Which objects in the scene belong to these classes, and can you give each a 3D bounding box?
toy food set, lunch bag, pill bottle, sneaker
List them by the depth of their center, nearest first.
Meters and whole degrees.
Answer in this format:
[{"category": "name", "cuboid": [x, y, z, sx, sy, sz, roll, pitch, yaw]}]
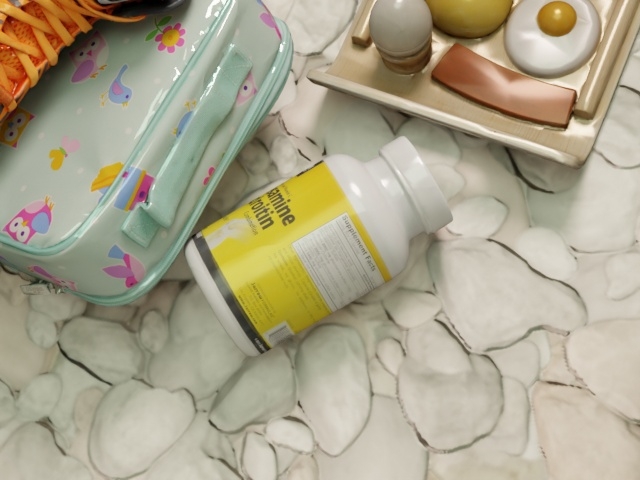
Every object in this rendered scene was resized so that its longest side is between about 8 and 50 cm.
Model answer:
[{"category": "sneaker", "cuboid": [-0.204, -0.158, 0.976, 0.180, 0.124, 0.321, 6, 64, 35]}, {"category": "pill bottle", "cuboid": [0.000, 0.000, 1.033, 0.184, 0.103, 0.103, -30, 69, -1]}, {"category": "lunch bag", "cuboid": [-0.158, -0.086, 1.058, 0.224, 0.108, 0.279, 18, 72, 37]}, {"category": "toy food set", "cuboid": [0.146, -0.220, 1.086, 0.220, 0.092, 0.306, 20, 77, 17]}]
